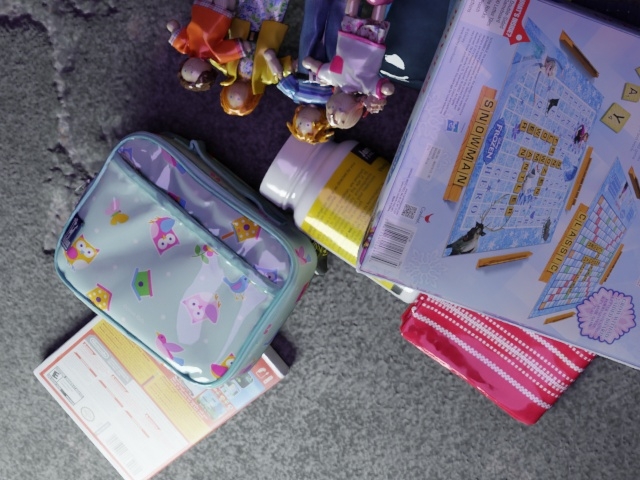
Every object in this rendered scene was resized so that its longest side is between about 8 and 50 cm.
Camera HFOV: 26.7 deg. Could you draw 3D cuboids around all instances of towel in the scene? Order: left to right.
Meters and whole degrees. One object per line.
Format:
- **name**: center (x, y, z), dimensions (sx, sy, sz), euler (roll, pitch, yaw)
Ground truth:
- **towel**: center (0.234, 0.058, 1.485), dimensions (0.199, 0.031, 0.275), euler (37, 116, 3)

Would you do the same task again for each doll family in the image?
- **doll family**: center (-0.027, -0.188, 1.394), dimensions (0.263, 0.118, 0.163), euler (16, 101, 21)

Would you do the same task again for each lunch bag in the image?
- **lunch bag**: center (-0.156, 0.012, 1.535), dimensions (0.279, 0.108, 0.224), euler (38, 109, 11)

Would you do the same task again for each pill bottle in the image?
- **pill bottle**: center (0.045, -0.035, 1.467), dimensions (0.208, 0.119, 0.119), euler (34, 116, 4)

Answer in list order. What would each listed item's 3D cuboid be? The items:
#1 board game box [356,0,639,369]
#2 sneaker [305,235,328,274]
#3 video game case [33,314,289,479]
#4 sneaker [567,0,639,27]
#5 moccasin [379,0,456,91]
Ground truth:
- **board game box**: center (0.237, -0.065, 1.328), dimensions (0.318, 0.066, 0.319), euler (20, 110, -5)
- **sneaker**: center (0.000, 0.000, 1.544), dimensions (0.035, 0.031, 0.083), euler (-6, 107, 20)
- **video game case**: center (-0.202, 0.162, 1.676), dimensions (0.285, 0.025, 0.204), euler (-39, 93, 27)
- **sneaker**: center (0.278, -0.214, 1.364), dimensions (0.144, 0.059, 0.053), euler (18, 83, -4)
- **moccasin**: center (0.154, -0.302, 1.345), dimensions (0.117, 0.138, 0.342), euler (25, 129, 5)
